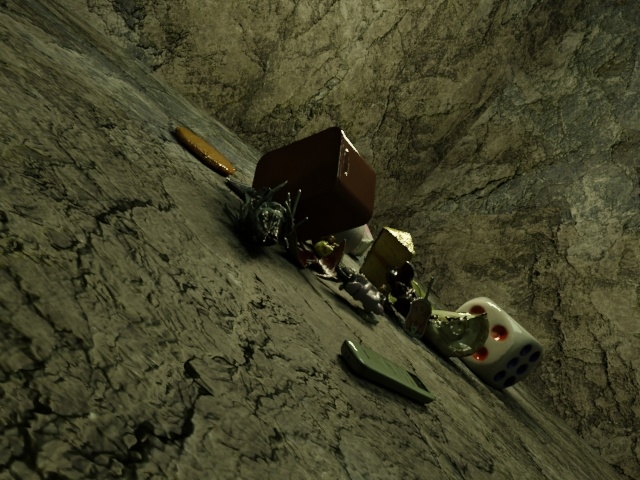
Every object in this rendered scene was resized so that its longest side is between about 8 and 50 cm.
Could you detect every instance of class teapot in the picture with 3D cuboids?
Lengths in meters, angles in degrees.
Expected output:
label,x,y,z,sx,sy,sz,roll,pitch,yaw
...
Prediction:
label,x,y,z,sx,sy,sz,roll,pitch,yaw
teapot,0.142,-0.005,2.605,0.163,0.221,0.178,-31,78,-41

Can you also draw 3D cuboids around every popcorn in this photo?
label,x,y,z,sx,sy,sz,roll,pitch,yaw
popcorn,0.007,0.029,1.944,0.068,0.059,0.083,25,-5,-17

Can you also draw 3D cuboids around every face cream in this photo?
label,x,y,z,sx,sy,sz,roll,pitch,yaw
face cream,0.066,-0.052,2.246,0.153,0.177,0.177,35,9,-35

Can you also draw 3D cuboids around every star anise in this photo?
label,x,y,z,sx,sy,sz,roll,pitch,yaw
star anise,0.308,0.190,2.023,0.212,0.129,0.283,62,-7,0

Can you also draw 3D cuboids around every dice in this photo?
label,x,y,z,sx,sy,sz,roll,pitch,yaw
dice,0.734,0.435,2.378,0.304,0.277,0.304,37,9,-45

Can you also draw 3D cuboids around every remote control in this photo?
label,x,y,z,sx,sy,sz,roll,pitch,yaw
remote control,0.151,0.292,1.211,0.309,0.038,0.090,35,10,-40

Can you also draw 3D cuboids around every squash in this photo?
label,x,y,z,sx,sy,sz,roll,pitch,yaw
squash,0.406,0.288,2.255,0.287,0.137,0.137,47,4,-24

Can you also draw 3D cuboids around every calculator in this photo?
label,x,y,z,sx,sy,sz,roll,pitch,yaw
calculator,-0.229,-0.154,1.949,0.166,0.028,0.274,42,8,9

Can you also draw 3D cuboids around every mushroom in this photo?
label,x,y,z,sx,sy,sz,roll,pitch,yaw
mushroom,0.477,0.345,2.063,0.267,0.164,0.189,-2,1,-25

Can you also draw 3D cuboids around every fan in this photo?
label,x,y,z,sx,sy,sz,roll,pitch,yaw
fan,0.352,0.230,1.924,0.009,0.220,0.132,14,-12,48

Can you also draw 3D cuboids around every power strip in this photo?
label,x,y,z,sx,sy,sz,roll,pitch,yaw
power strip,0.142,0.223,1.638,0.040,0.016,0.090,46,9,36

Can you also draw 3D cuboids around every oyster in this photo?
label,x,y,z,sx,sy,sz,roll,pitch,yaw
oyster,0.229,0.209,1.980,0.103,0.051,0.148,-113,-174,-52

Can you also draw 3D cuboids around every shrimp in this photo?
label,x,y,z,sx,sy,sz,roll,pitch,yaw
shrimp,-0.144,-0.067,1.445,0.221,0.166,0.410,4,1,-12

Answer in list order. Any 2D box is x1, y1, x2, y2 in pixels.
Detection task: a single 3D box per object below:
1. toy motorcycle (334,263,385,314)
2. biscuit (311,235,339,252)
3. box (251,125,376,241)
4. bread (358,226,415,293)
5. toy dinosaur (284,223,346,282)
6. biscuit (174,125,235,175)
label,x,y,z,sx,sy,sz,roll,pitch,yaw
toy motorcycle,0.128,0.154,1.634,0.225,0.073,0.152,35,16,-46
biscuit,0.000,0.001,1.997,0.205,0.031,0.138,36,-24,-23
box,-0.018,-0.159,1.755,0.229,0.339,0.239,39,48,-41
bread,0.269,0.079,2.207,0.178,0.266,0.142,36,35,11
toy dinosaur,-0.018,0.023,1.650,0.327,0.113,0.206,33,13,-39
biscuit,-0.406,-0.310,1.960,0.254,0.035,0.254,38,8,-6
